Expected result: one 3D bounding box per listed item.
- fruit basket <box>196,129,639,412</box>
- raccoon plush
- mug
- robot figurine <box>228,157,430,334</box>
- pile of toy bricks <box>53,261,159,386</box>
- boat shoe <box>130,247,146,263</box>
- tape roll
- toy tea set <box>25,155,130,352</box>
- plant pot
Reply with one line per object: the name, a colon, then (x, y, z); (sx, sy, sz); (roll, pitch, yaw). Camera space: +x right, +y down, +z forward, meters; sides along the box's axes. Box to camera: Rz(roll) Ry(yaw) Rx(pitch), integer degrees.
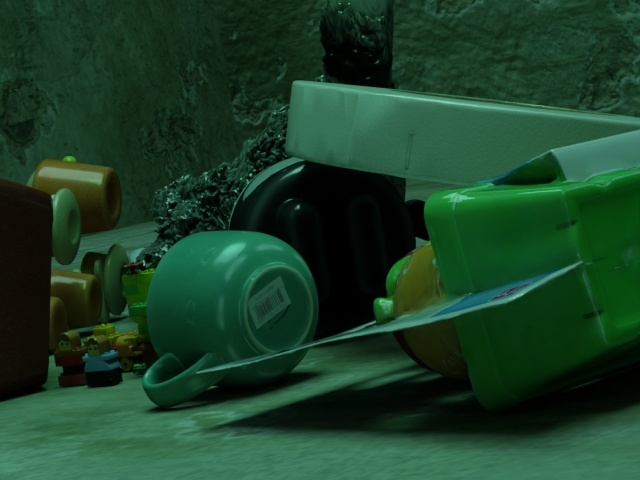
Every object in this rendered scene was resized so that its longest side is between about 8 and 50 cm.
fruit basket: (0.128, 0.025, 1.412); (0.327, 0.165, 0.353); (-14, 3, -39)
raccoon plush: (-0.063, -0.121, 2.151); (0.299, 0.446, 0.216); (4, 20, 10)
mug: (-0.067, 0.070, 1.603); (0.129, 0.158, 0.097); (18, -13, -40)
robot figurine: (-0.002, -0.002, 1.907); (0.209, 0.173, 0.278); (30, -1, -8)
pile of toy bricks: (-0.156, 0.070, 1.799); (0.212, 0.105, 0.118); (-7, 5, 33)
boat shoe: (-0.180, 0.043, 2.322); (0.076, 0.083, 0.226); (-11, 4, 0)
tape roll: (0.160, -0.090, 1.753); (0.392, 0.072, 0.392); (7, 5, -1)
toy tea set: (-0.321, 0.021, 2.226); (0.124, 0.200, 0.336); (0, 12, 12)
plant pot: (-0.383, 0.038, 1.864); (0.235, 0.267, 0.267); (1, 2, -14)
